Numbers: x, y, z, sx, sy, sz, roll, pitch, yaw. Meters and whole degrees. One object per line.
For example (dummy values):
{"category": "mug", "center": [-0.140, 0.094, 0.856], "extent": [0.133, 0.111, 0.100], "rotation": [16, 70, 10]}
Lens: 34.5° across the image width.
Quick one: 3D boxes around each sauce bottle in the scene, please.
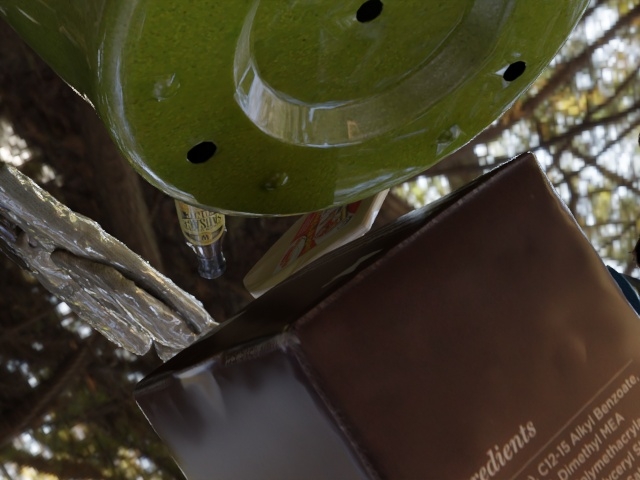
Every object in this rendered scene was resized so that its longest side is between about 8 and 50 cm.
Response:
{"category": "sauce bottle", "center": [-0.104, -0.019, 0.912], "extent": [0.042, 0.128, 0.042], "rotation": [-5, -136, 4]}

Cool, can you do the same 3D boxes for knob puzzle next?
{"category": "knob puzzle", "center": [0.000, 0.000, 1.002], "extent": [0.213, 0.030, 0.213], "rotation": [-40, -167, 11]}

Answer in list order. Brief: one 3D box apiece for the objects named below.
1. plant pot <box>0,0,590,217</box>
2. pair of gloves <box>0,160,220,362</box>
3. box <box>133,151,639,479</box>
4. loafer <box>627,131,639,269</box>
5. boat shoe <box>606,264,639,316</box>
{"category": "plant pot", "center": [-0.047, -0.213, 0.508], "extent": [0.366, 0.366, 0.353], "rotation": [-25, -122, -11]}
{"category": "pair of gloves", "center": [-0.165, 0.010, 0.690], "extent": [0.042, 0.204, 0.240], "rotation": [-54, -156, -17]}
{"category": "box", "center": [0.097, 0.174, 0.441], "extent": [0.143, 0.381, 0.191], "rotation": [-37, -175, -28]}
{"category": "loafer", "center": [0.386, -0.115, 0.994], "extent": [0.130, 0.366, 0.134], "rotation": [9, 177, -17]}
{"category": "boat shoe", "center": [0.238, 0.128, 0.664], "extent": [0.109, 0.089, 0.258], "rotation": [-34, -135, 39]}
